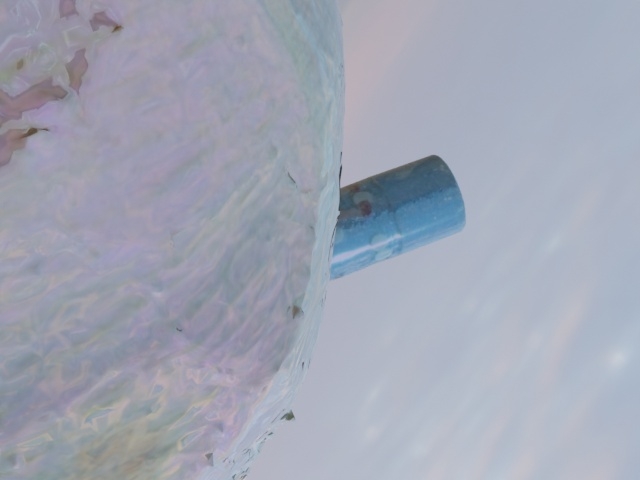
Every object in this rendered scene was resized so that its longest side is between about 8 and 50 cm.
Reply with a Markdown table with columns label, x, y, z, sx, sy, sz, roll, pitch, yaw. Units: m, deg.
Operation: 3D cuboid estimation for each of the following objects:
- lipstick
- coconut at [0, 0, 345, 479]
| label | x | y | z | sx | sy | sz | roll | pitch | yaw |
| --- | --- | --- | --- | --- | --- | --- | --- | --- | --- |
| lipstick | 0.000 | 0.000 | 1.095 | 0.158 | 0.048 | 0.048 | -21 | 173 | -15 |
| coconut | -0.156 | -0.050 | 0.728 | 0.404 | 0.404 | 0.404 | -55 | -177 | 4 |
